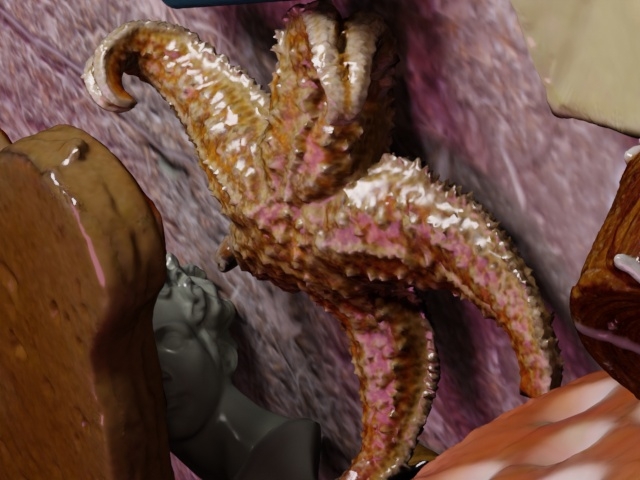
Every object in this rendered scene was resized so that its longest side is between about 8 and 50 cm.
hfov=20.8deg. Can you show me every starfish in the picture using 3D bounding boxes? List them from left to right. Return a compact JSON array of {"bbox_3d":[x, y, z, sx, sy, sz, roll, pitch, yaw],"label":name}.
[{"bbox_3d":[-0.003,0.003,0.967,0.312,0.113,0.303,-3,113,59],"label":"starfish"}]

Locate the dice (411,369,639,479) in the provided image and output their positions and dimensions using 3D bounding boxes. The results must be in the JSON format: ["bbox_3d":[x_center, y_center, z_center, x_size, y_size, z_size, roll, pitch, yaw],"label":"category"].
[{"bbox_3d":[0.145,0.162,0.779,0.175,0.179,0.174,-13,103,59],"label":"dice"}]

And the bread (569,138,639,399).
[{"bbox_3d":[0.172,0.026,0.635,0.160,0.073,0.160,23,155,11],"label":"bread"}]

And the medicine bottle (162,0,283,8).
[{"bbox_3d":[-0.049,-0.180,0.894,0.258,0.079,0.124,6,124,61],"label":"medicine bottle"}]

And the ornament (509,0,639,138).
[{"bbox_3d":[0.117,-0.108,0.696,0.201,0.059,0.180,53,154,23],"label":"ornament"}]

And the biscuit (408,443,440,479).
[{"bbox_3d":[0.093,0.229,1.093,0.208,0.041,0.290,53,153,18],"label":"biscuit"}]

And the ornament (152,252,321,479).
[{"bbox_3d":[-0.068,0.134,1.200,0.285,0.120,0.130,53,160,13],"label":"ornament"}]

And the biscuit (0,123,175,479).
[{"bbox_3d":[-0.174,0.094,1.143,0.368,0.076,0.394,20,127,52],"label":"biscuit"}]
